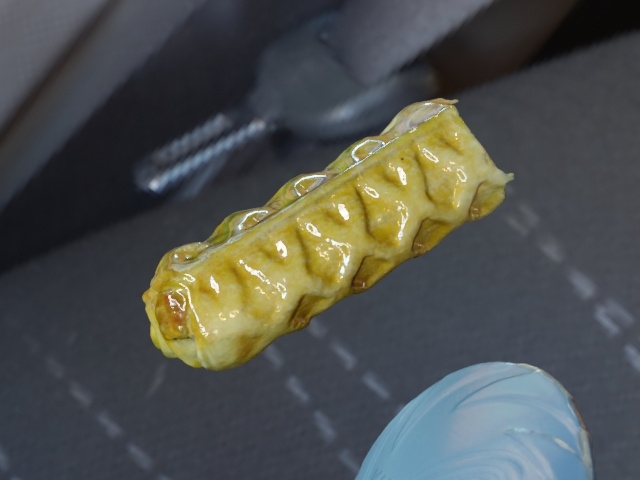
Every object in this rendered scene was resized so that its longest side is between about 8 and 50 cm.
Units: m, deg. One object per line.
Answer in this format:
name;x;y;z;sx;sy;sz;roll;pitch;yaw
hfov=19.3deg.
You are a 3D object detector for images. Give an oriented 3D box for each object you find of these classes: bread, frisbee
bread;-0.001;-0.001;1.282;0.269;0.087;0.098;-31;74;-17
frisbee;0.095;0.223;1.485;0.049;0.289;0.289;29;24;-33
